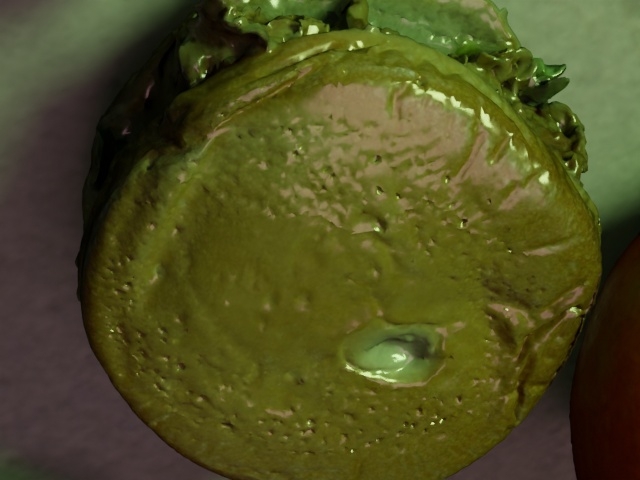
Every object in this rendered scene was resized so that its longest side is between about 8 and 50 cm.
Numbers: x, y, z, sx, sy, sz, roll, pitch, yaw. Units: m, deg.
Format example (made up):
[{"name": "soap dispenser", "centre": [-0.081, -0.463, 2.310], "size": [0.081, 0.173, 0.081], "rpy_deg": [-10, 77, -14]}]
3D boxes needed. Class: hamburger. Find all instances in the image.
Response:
[{"name": "hamburger", "centre": [0.000, 0.000, 0.628], "size": [0.189, 0.122, 0.215], "rpy_deg": [12, 118, -14]}]

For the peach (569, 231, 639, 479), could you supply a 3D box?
[{"name": "peach", "centre": [0.216, 0.063, 0.683], "size": [0.226, 0.190, 0.196], "rpy_deg": [-44, 134, 3]}]
